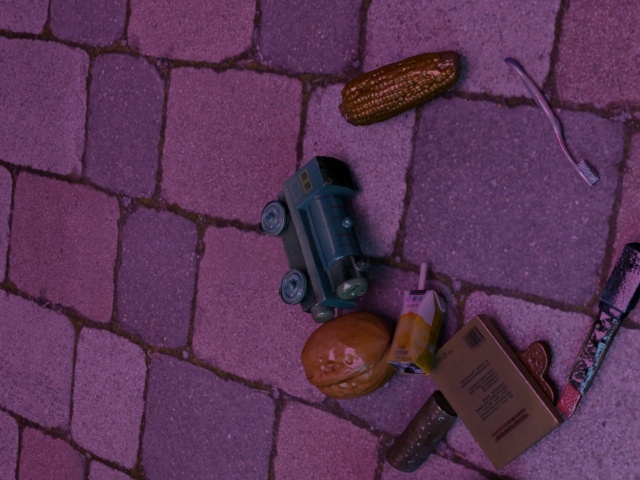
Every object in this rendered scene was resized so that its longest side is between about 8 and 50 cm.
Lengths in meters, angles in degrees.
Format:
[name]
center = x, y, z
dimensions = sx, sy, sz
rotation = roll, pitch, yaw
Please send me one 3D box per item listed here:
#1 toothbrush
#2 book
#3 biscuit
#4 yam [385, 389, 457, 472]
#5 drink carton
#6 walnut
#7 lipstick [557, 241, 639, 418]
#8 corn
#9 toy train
[toothbrush]
center = 0.386, -0.204, 1.617
dimensions = 0.027, 0.021, 0.269
rotation = -36, 73, 20
[book]
center = 0.298, 0.264, 1.682
dimensions = 0.161, 0.026, 0.231
rotation = -48, 66, 31
[biscuit]
center = 0.318, 0.238, 1.698
dimensions = 0.205, 0.031, 0.138
rotation = -11, 87, 36
[yam]
center = 0.192, 0.356, 1.782
dimensions = 0.068, 0.068, 0.169
rotation = 46, 117, 24
[drink carton]
center = 0.181, 0.142, 1.750
dimensions = 0.084, 0.074, 0.200
rotation = -4, 56, 39
[walnut]
center = 0.057, 0.220, 1.818
dimensions = 0.206, 0.159, 0.159
rotation = -24, 80, 30
[lipstick]
center = 0.461, 0.151, 1.576
dimensions = 0.051, 0.051, 0.312
rotation = 32, 114, 28
[corn]
center = 0.139, -0.278, 1.749
dimensions = 0.261, 0.097, 0.097
rotation = -18, 83, 35
[toy train]
center = 0.000, 0.000, 1.831
dimensions = 0.194, 0.120, 0.298
rotation = -38, 56, 33
